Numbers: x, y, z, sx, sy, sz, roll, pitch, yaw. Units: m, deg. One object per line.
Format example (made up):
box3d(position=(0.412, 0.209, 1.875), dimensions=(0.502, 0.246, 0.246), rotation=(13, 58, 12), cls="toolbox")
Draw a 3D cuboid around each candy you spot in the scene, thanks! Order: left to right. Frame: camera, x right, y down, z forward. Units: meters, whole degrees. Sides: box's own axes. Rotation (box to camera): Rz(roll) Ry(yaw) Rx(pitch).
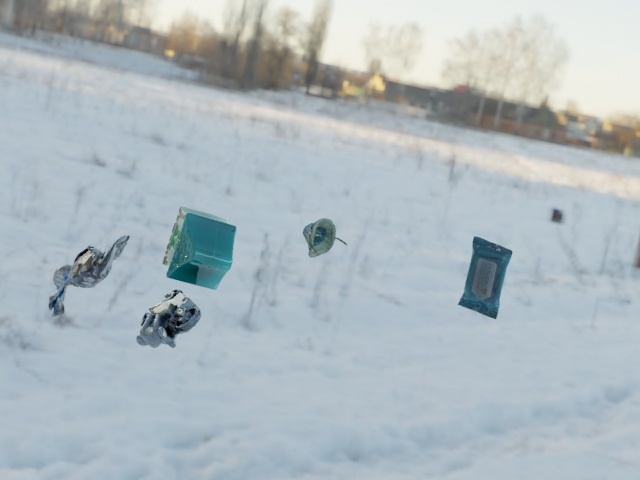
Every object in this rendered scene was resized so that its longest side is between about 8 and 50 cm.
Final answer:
box3d(position=(-0.360, 0.053, 1.785), dimensions=(0.051, 0.094, 0.226), rotation=(27, -38, -25), cls="candy")

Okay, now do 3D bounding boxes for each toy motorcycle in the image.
box3d(position=(-0.277, 0.148, 2.078), dimensions=(0.061, 0.124, 0.193), rotation=(50, -7, -22), cls="toy motorcycle")

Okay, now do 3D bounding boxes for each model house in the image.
box3d(position=(-0.219, 0.016, 2.113), dimensions=(0.101, 0.127, 0.149), rotation=(15, 8, -20), cls="model house")

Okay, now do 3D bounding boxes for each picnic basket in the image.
box3d(position=(0.000, 0.000, 2.141), dimensions=(0.065, 0.083, 0.083), rotation=(-16, 40, -34), cls="picnic basket")

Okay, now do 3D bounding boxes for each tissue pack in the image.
box3d(position=(0.308, 0.068, 2.158), dimensions=(0.085, 0.138, 0.028), rotation=(21, 20, 31), cls="tissue pack")
